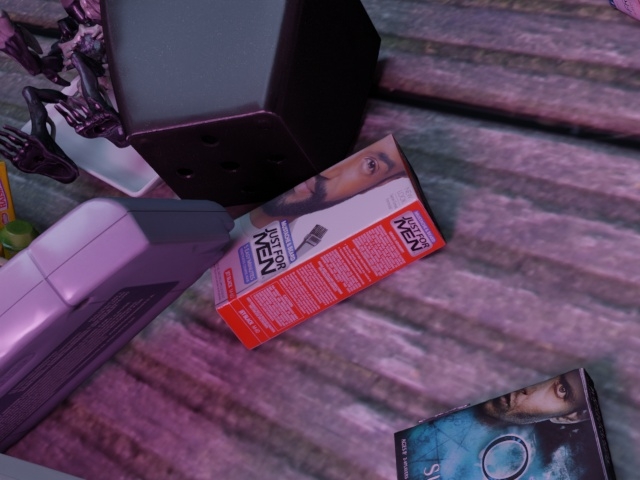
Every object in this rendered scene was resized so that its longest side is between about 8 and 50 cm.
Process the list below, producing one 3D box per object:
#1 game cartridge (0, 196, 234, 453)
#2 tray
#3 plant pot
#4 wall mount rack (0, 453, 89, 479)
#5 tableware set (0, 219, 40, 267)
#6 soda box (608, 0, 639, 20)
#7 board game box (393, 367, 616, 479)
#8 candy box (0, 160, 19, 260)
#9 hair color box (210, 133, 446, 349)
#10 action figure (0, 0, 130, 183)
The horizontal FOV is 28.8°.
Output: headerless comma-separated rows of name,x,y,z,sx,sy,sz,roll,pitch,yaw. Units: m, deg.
game cartridge,-0.204,0.075,0.865,0.297,0.198,0.062,-41,76,14
tray,-0.186,-0.117,1.223,0.145,0.030,0.270,-47,38,-14
plant pot,-0.068,-0.131,1.012,0.188,0.187,0.167,-6,61,19
wall mount rack,-0.166,0.237,0.637,0.130,0.350,0.304,-55,21,35
tableware set,-0.214,0.030,1.022,0.154,0.024,0.104,20,35,14
soda box,0.300,-0.247,0.958,0.183,0.058,0.063,-37,36,-3
board game box,0.105,0.164,0.683,0.126,0.026,0.186,-23,38,18
candy box,-0.351,-0.042,1.211,0.027,0.105,0.206,-23,26,-34
hair color box,0.000,0.000,0.926,0.167,0.053,0.093,-28,36,8
action figure,-0.241,-0.191,1.208,0.164,0.141,0.276,-25,41,17
